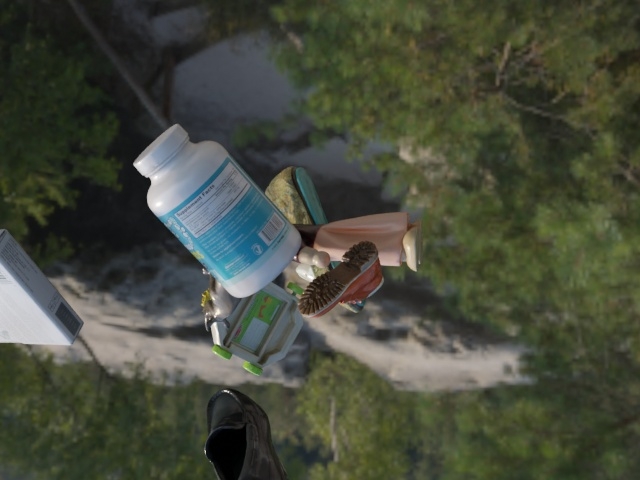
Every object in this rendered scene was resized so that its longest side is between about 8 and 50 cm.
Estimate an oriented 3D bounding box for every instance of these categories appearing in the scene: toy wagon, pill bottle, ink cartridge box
[{"bbox_3d":[-0.193,0.198,2.744,0.344,0.267,0.068,33,174,-38],"label":"toy wagon"},{"bbox_3d":[-0.162,-0.050,1.558,0.264,0.146,0.146,49,141,-15],"label":"pill bottle"},{"bbox_3d":[-0.609,0.092,1.894,0.238,0.060,0.275,-1,138,27],"label":"ink cartridge box"}]

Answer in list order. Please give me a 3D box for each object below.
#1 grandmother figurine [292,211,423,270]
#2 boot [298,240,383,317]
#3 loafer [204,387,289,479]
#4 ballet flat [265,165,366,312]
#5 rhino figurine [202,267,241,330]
[{"bbox_3d":[0.000,0.000,1.742,0.342,0.104,0.208,1,-178,11],"label":"grandmother figurine"},{"bbox_3d":[0.037,0.080,1.585,0.059,0.158,0.085,35,156,42],"label":"boot"},{"bbox_3d":[-0.099,0.238,1.209,0.078,0.076,0.223,37,-172,-29],"label":"loafer"},{"bbox_3d":[-0.018,0.012,2.186,0.123,0.349,0.123,-25,170,-5],"label":"ballet flat"},{"bbox_3d":[-0.193,0.093,2.072,0.073,0.106,0.243,1,128,-37],"label":"rhino figurine"}]
